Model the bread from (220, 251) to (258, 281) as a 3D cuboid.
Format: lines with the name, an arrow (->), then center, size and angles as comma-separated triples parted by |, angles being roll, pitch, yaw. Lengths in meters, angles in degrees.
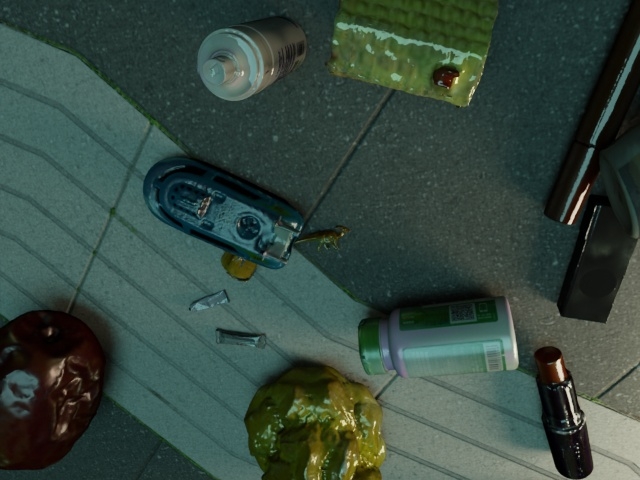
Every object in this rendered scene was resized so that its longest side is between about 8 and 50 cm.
bread -> -0.143, 0.027, 1.029 | 0.072, 0.053, 0.106 | 34, 112, -9

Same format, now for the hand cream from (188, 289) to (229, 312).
hand cream -> -0.234, 0.128, 1.119 | 0.093, 0.019, 0.030 | -20, 108, 12

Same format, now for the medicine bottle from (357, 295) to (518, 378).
medicine bottle -> 0.211, 0.182, 0.985 | 0.274, 0.133, 0.133 | -9, 113, 14

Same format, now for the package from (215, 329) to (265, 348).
package -> -0.170, 0.211, 1.142 | 0.110, 0.015, 0.037 | 5, 117, 11

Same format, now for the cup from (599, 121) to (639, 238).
cup -> 0.517, -0.132, 0.704 | 0.257, 0.227, 0.301 | -20, 121, 16

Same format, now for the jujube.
jujube -> -0.617, 0.332, 1.159 | 0.276, 0.276, 0.377 | 22, 116, 1

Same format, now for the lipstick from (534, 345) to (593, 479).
lipstick -> 0.466, 0.334, 1.033 | 0.081, 0.081, 0.299 | -14, 114, 17

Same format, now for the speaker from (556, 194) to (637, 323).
speaker -> 0.471, 0.035, 0.911 | 0.082, 0.044, 0.218 | 9, 117, 7

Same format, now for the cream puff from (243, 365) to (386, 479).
cream puff -> -0.017, 0.438, 1.090 | 0.291, 0.257, 0.324 | -3, 114, 9

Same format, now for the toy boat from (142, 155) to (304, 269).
toy boat -> -0.179, -0.055, 0.949 | 0.299, 0.092, 0.134 | 23, 94, 0

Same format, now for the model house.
model house -> 0.118, -0.274, 0.705 | 0.196, 0.254, 0.160 | 15, 129, 3

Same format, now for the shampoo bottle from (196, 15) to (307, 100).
shampoo bottle -> -0.094, -0.255, 0.743 | 0.092, 0.303, 0.092 | 5, 116, 11

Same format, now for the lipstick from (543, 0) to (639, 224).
lipstick -> 0.428, -0.192, 0.805 | 0.057, 0.057, 0.356 | 14, 117, 5

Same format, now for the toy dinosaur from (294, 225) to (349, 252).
toy dinosaur -> 0.002, 0.003, 1.001 | 0.113, 0.026, 0.041 | -16, 104, 9
